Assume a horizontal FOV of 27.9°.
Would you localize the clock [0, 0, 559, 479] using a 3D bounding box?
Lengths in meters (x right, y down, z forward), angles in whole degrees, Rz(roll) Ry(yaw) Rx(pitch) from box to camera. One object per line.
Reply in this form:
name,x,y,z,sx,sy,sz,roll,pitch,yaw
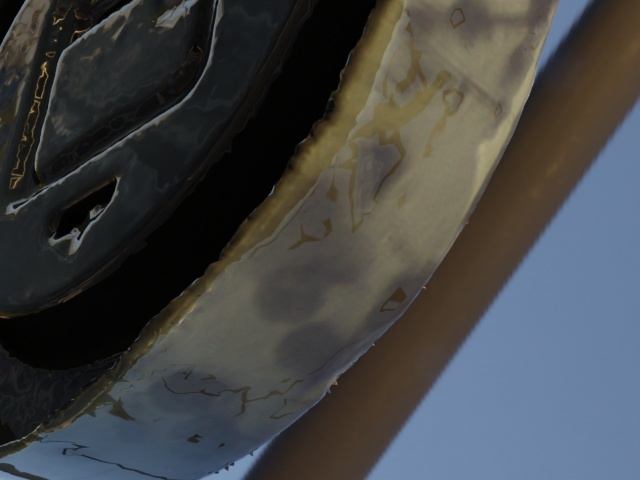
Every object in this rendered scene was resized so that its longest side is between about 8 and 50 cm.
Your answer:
clock,-0.053,-0.063,0.476,0.325,0.067,0.325,-32,-139,34
